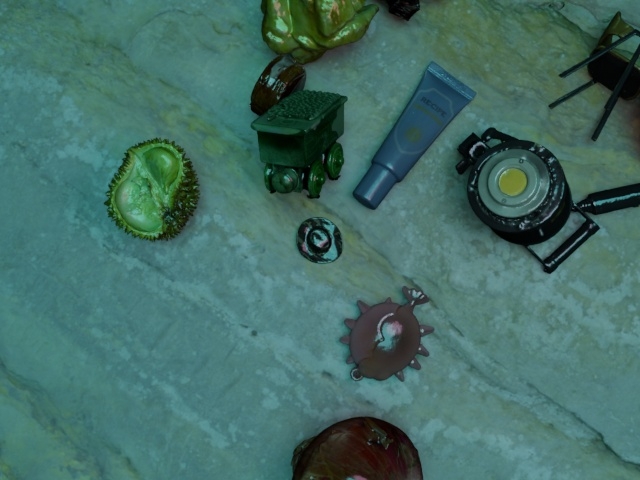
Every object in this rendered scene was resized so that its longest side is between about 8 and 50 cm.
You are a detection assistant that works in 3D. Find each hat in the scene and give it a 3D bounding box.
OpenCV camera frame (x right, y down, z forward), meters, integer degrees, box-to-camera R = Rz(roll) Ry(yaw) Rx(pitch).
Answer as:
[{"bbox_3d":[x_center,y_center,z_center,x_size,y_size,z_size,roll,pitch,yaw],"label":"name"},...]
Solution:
[{"bbox_3d":[0.000,0.000,1.623,0.121,0.050,0.121,0,88,-3],"label":"hat"}]

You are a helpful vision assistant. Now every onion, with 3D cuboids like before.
[{"bbox_3d":[0.082,0.539,1.453,0.353,0.353,0.354,0,87,0],"label":"onion"}]

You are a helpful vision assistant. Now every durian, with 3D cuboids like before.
[{"bbox_3d":[-0.381,-0.110,1.565,0.200,0.176,0.237,12,81,10],"label":"durian"}]

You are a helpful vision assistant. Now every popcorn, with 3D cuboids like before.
[{"bbox_3d":[-0.014,-0.551,1.578,0.276,0.276,0.225,-45,123,-2],"label":"popcorn"}]

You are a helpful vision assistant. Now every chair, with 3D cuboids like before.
[{"bbox_3d":[0.674,-0.396,1.591,0.247,0.159,0.172,-43,70,-4],"label":"chair"}]

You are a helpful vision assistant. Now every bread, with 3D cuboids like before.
[{"bbox_3d":[-0.099,-0.352,1.593,0.073,0.160,0.160,30,87,8],"label":"bread"}]

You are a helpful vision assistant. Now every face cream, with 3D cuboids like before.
[{"bbox_3d":[0.213,-0.244,1.624,0.135,0.086,0.385,36,82,1],"label":"face cream"}]

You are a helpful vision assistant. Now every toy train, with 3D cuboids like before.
[{"bbox_3d":[-0.039,-0.211,1.528,0.145,0.266,0.202,11,123,21],"label":"toy train"}]

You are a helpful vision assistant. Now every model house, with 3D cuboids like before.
[{"bbox_3d":[0.221,-0.622,1.624,0.203,0.141,0.164,-45,100,-1],"label":"model house"}]

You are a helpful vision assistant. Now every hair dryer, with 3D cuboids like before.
[{"bbox_3d":[0.769,-0.094,1.622,0.352,0.107,0.189,-14,89,7],"label":"hair dryer"}]

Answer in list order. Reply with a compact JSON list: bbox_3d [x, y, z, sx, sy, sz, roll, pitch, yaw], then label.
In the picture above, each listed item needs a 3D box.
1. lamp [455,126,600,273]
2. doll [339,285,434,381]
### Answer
[{"bbox_3d":[0.453,-0.094,1.514,0.374,0.272,0.205,46,103,3],"label":"lamp"},{"bbox_3d":[0.158,0.222,1.591,0.211,0.093,0.262,31,87,4],"label":"doll"}]
